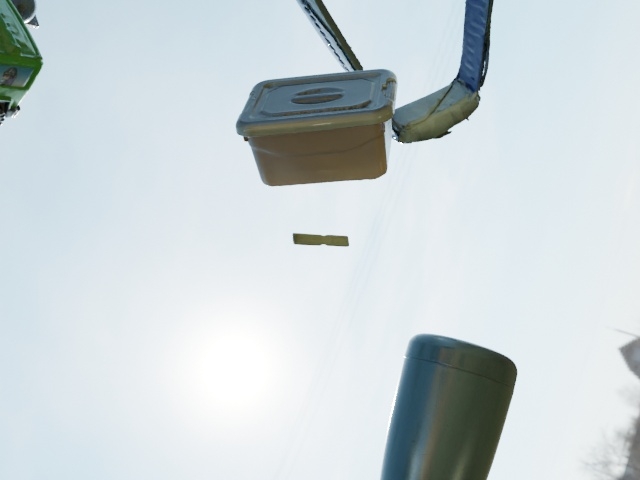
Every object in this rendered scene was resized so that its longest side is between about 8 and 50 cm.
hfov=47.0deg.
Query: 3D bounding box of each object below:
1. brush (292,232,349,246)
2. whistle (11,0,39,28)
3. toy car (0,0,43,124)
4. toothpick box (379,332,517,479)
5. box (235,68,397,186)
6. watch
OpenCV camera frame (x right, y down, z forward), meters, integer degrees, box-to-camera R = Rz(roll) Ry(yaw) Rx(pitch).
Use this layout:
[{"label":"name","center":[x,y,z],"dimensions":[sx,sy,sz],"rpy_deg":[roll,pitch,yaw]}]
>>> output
[{"label":"brush","center":[0.000,0.000,0.994],"dimensions":[0.083,0.013,0.016],"rpy_deg":[2,-107,-24]},{"label":"whistle","center":[-0.632,-0.497,1.555],"dimensions":[0.158,0.090,0.090],"rpy_deg":[-29,-50,-72]},{"label":"toy car","center":[-0.208,-0.094,0.338],"dimensions":[0.062,0.071,0.165],"rpy_deg":[-37,-10,24]},{"label":"toothpick box","center":[0.129,0.200,0.773],"dimensions":[0.120,0.120,0.184],"rpy_deg":[38,-114,-61]},{"label":"box","center":[0.002,-0.089,0.587],"dimensions":[0.089,0.122,0.062],"rpy_deg":[-77,-19,-54]},{"label":"watch","center":[0.107,-0.248,1.001],"dimensions":[0.276,0.068,0.275],"rpy_deg":[-19,-43,-13]}]
